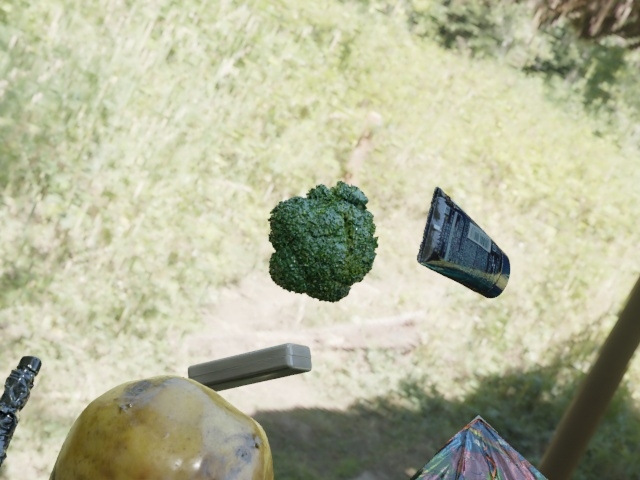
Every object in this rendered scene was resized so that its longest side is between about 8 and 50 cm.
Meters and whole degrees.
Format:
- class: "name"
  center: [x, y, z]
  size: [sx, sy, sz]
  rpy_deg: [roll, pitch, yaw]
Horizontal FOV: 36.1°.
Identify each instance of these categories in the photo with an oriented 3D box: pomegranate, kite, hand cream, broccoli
- class: "pomegranate"
  center: [-0.188, 0.301, 1.184]
  size: [0.281, 0.281, 0.281]
  rpy_deg: [27, 10, -5]
- class: "kite"
  center: [0.240, 0.321, 1.316]
  size: [0.321, 0.016, 0.234]
  rpy_deg: [19, 29, -17]
- class: "hand cream"
  center: [0.225, 0.016, 1.539]
  size: [0.061, 0.120, 0.270]
  rpy_deg: [9, -13, 34]
- class: "broccoli"
  center: [0.000, 0.000, 1.483]
  size: [0.195, 0.195, 0.156]
  rpy_deg: [22, 16, -29]

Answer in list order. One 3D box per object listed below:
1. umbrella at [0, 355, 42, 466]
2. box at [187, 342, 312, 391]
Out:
- class: "umbrella"
  center: [-0.534, 0.287, 1.671]
  size: [0.080, 0.224, 0.071]
  rpy_deg: [-5, -47, 24]
- class: "box"
  center: [-0.142, 0.256, 1.962]
  size: [0.243, 0.055, 0.103]
  rpy_deg: [-15, -16, 24]
